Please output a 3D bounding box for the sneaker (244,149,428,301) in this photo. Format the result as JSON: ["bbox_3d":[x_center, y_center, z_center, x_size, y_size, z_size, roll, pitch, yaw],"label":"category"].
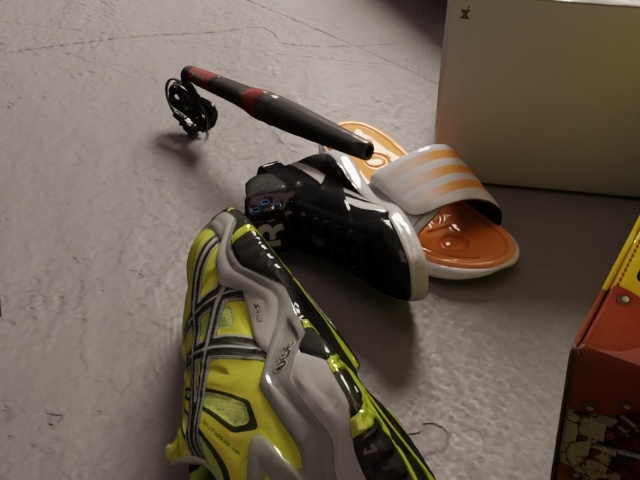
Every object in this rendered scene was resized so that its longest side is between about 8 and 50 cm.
[{"bbox_3d":[0.000,0.000,1.132,0.121,0.079,0.217,-14,33,-16],"label":"sneaker"}]

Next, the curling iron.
[{"bbox_3d":[-0.050,-0.114,1.233,0.274,0.068,0.035,18,36,41],"label":"curling iron"}]

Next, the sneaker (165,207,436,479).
[{"bbox_3d":[-0.053,0.100,0.934,0.147,0.145,0.384,-38,28,3],"label":"sneaker"}]

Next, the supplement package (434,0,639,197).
[{"bbox_3d":[0.246,-0.166,1.249,0.262,0.204,0.145,6,37,4],"label":"supplement package"}]

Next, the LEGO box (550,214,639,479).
[{"bbox_3d":[0.434,0.029,0.957,0.373,0.193,0.500,20,51,21],"label":"LEGO box"}]

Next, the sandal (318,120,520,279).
[{"bbox_3d":[0.078,-0.059,1.204,0.102,0.076,0.265,-20,43,-26],"label":"sandal"}]
